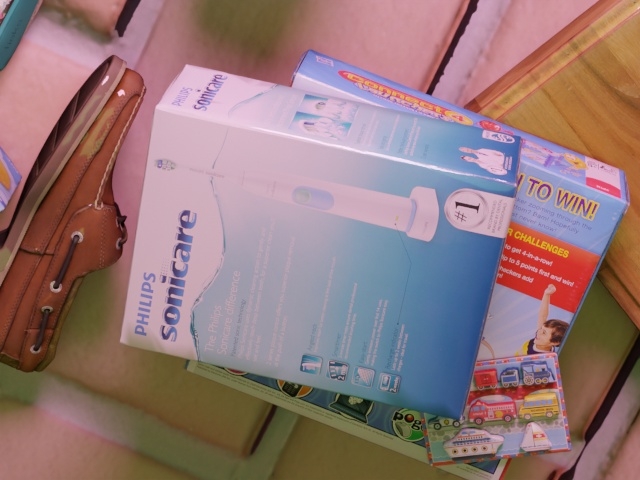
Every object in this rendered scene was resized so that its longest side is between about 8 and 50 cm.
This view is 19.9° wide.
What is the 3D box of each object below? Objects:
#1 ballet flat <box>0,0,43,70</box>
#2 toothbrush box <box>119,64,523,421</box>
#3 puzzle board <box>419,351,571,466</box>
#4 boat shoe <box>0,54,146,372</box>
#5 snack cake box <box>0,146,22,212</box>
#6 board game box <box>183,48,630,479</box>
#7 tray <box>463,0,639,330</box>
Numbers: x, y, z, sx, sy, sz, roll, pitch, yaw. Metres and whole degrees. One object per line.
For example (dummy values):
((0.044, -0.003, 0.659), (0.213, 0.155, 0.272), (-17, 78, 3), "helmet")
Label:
((-0.260, -0.257, 1.593), (0.077, 0.091, 0.241), (36, 96, 13), "ballet flat")
((0.000, 0.000, 1.507), (0.296, 0.126, 0.216), (11, 113, 3), "toothbrush box")
((0.151, 0.150, 1.605), (0.128, 0.011, 0.096), (-8, 109, 11), "puzzle board")
((-0.223, -0.020, 1.640), (0.104, 0.110, 0.307), (29, 110, -12), "boat shoe")
((-0.374, -0.126, 1.580), (0.089, 0.152, 0.264), (-32, 103, 5), "snack cake box")
((0.073, 0.028, 1.623), (0.308, 0.086, 0.302), (22, 111, -1), "board game box")
((0.338, -0.021, 1.670), (0.203, 0.076, 0.411), (-38, 101, 6), "tray")
